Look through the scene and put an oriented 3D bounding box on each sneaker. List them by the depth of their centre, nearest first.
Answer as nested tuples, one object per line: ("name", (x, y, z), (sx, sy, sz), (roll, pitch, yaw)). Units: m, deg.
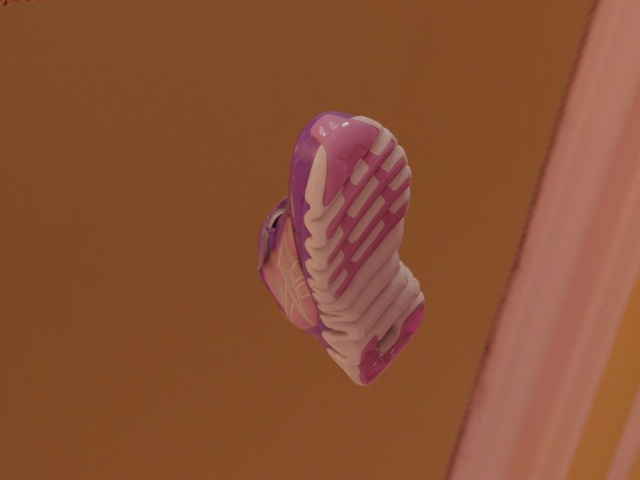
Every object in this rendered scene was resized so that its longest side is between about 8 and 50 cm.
("sneaker", (0.000, 0.000, 0.892), (0.095, 0.104, 0.236), (-46, -30, -24))

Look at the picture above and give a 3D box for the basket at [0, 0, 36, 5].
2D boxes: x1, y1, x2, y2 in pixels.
("basket", (-0.286, -0.301, 1.090), (0.299, 0.223, 0.213), (-15, -68, -21))
